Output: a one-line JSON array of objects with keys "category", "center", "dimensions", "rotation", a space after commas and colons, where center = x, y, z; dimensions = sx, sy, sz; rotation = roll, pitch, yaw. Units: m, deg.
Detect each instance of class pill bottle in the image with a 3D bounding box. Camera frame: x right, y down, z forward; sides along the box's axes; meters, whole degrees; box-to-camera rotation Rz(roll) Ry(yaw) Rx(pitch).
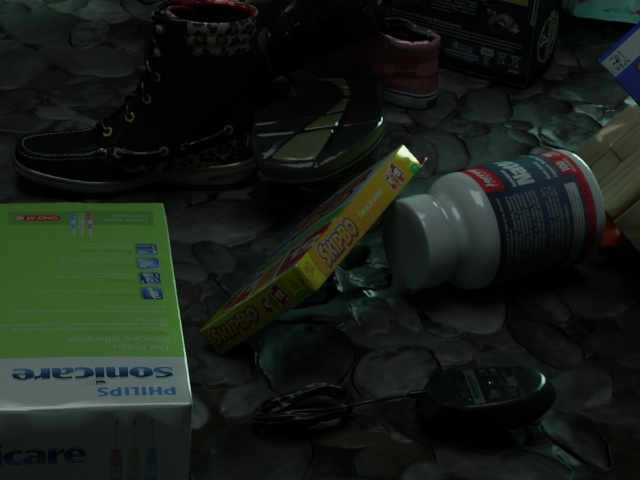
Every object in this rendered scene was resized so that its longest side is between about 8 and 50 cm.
[{"category": "pill bottle", "center": [0.152, -0.014, 1.687], "dimensions": [0.180, 0.108, 0.108], "rotation": [-13, 35, -27]}]

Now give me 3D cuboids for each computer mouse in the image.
[{"category": "computer mouse", "center": [0.067, 0.137, 1.504], "dimensions": [0.242, 0.041, 0.071], "rotation": [-4, 23, -1]}]

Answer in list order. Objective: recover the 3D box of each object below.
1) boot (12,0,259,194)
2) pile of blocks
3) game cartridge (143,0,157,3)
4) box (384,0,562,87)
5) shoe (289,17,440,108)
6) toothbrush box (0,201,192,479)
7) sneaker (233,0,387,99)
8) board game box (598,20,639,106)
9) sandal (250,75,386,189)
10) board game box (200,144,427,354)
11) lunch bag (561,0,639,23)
[{"category": "boot", "center": [-0.169, -0.138, 1.781], "dimensions": [0.236, 0.178, 0.085], "rotation": [-2, 32, -12]}, {"category": "pile of blocks", "center": [0.314, -0.002, 1.719], "dimensions": [0.113, 0.149, 0.362], "rotation": [-40, 22, 9]}, {"category": "game cartridge", "center": [-0.188, -0.298, 2.203], "dimensions": [0.083, 0.017, 0.056], "rotation": [-24, 44, -38]}, {"category": "box", "center": [0.078, -0.369, 2.064], "dimensions": [0.395, 0.318, 0.097], "rotation": [17, 33, 21]}, {"category": "shoe", "center": [0.044, -0.200, 2.006], "dimensions": [0.178, 0.081, 0.063], "rotation": [16, 33, 18]}, {"category": "toothbrush box", "center": [-0.213, 0.090, 1.453], "dimensions": [0.206, 0.122, 0.283], "rotation": [-1, 31, -10]}, {"category": "sneaker", "center": [-0.005, -0.236, 1.943], "dimensions": [0.124, 0.107, 0.283], "rotation": [30, 74, 33]}, {"category": "board game box", "center": [0.393, -0.021, 1.541], "dimensions": [0.078, 0.347, 0.233], "rotation": [-43, 37, 9]}, {"category": "sandal", "center": [0.010, -0.097, 1.842], "dimensions": [0.120, 0.086, 0.303], "rotation": [4, 16, 9]}, {"category": "board game box", "center": [0.000, 0.000, 1.644], "dimensions": [0.039, 0.124, 0.259], "rotation": [52, 36, -5]}, {"category": "lunch bag", "center": [0.350, -0.351, 2.230], "dimensions": [0.262, 0.160, 0.223], "rotation": [-1, 26, -31]}]
